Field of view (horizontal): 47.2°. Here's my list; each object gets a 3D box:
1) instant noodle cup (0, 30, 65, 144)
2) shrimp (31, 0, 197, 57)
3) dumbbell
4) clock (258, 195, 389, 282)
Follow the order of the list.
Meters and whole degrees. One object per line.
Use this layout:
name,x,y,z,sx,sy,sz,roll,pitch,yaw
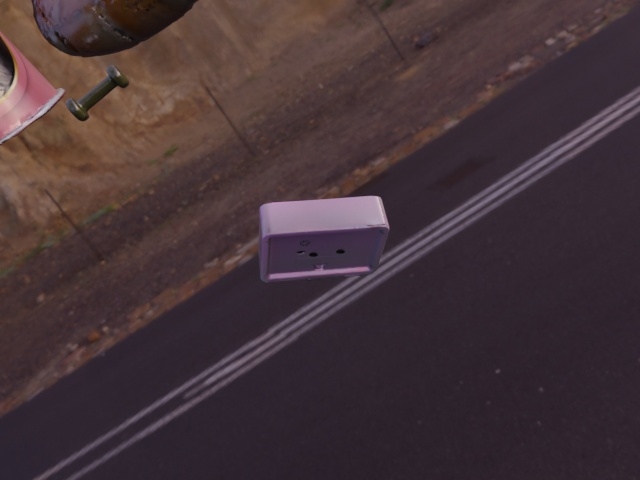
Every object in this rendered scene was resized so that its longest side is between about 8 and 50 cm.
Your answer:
instant noodle cup,-0.447,-0.196,0.787,0.244,0.255,0.244,-27,26,14
shrimp,-0.078,-0.237,0.434,0.290,0.054,0.222,-19,63,33
dumbbell,-0.402,-0.266,1.323,0.118,0.046,0.052,-39,2,1
clock,0.000,0.000,1.176,0.197,0.150,0.063,-4,58,-8
